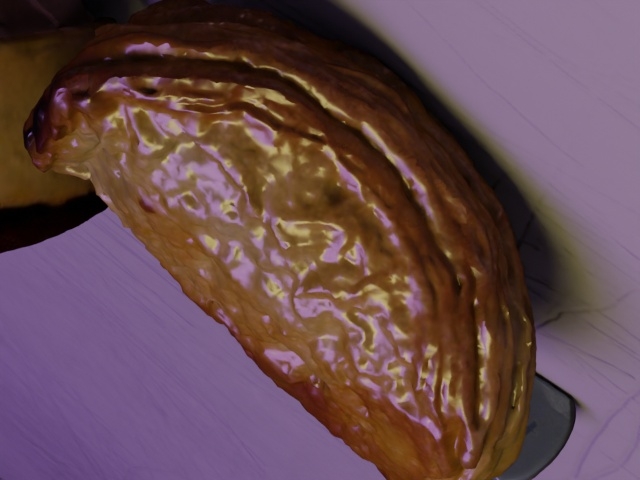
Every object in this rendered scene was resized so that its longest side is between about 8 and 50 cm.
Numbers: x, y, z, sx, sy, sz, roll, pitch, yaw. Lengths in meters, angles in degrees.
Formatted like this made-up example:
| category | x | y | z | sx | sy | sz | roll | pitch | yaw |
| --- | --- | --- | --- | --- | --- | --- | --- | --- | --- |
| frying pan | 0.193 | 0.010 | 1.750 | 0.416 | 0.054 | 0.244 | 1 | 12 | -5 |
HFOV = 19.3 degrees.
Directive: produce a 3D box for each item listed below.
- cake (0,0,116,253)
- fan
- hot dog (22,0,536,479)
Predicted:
| category | x | y | z | sx | sy | sz | roll | pitch | yaw |
| --- | --- | --- | --- | --- | --- | --- | --- | --- | --- |
| cake | -0.194 | -0.092 | 0.918 | 0.185 | 0.207 | 0.178 | -1 | 111 | 23 |
| fan | 0.016 | 0.024 | 0.974 | 0.282 | 0.057 | 0.023 | 40 | 173 | 25 |
| hot dog | 0.000 | -0.004 | 0.821 | 0.259 | 0.114 | 0.175 | 42 | 158 | -6 |
